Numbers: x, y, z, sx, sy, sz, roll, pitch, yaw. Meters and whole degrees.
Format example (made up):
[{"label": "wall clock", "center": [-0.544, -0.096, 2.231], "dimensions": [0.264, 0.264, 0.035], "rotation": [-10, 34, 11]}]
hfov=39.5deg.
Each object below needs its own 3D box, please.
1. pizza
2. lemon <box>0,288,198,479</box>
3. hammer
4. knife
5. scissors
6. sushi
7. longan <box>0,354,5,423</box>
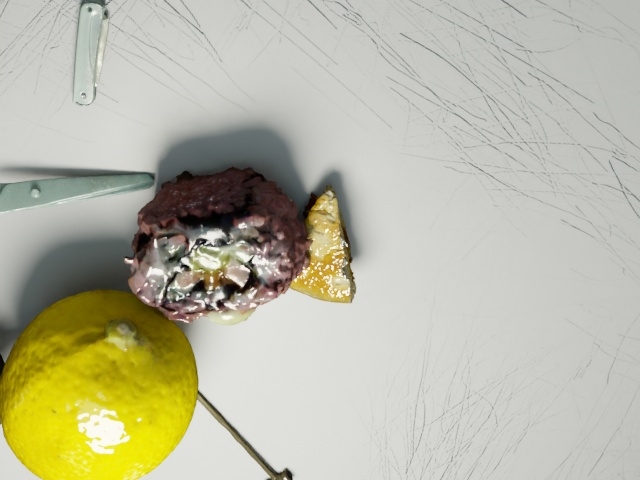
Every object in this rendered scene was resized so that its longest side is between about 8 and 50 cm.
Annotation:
[{"label": "pizza", "center": [0.002, 0.000, 1.447], "dimensions": [0.154, 0.069, 0.194], "rotation": [19, 110, 18]}, {"label": "lemon", "center": [-0.353, 0.242, 1.429], "dimensions": [0.336, 0.336, 0.336], "rotation": [-1, 119, -2]}, {"label": "hammer", "center": [-0.157, 0.371, 1.670], "dimensions": [0.058, 0.029, 0.292], "rotation": [-33, 113, 12]}, {"label": "knife", "center": [-0.338, -0.275, 1.310], "dimensions": [0.044, 0.023, 0.162], "rotation": [8, 118, -11]}, {"label": "scissors", "center": [-0.482, -0.067, 1.378], "dimensions": [0.447, 0.193, 0.029], "rotation": [-7, 163, -10]}, {"label": "sushi", "center": [-0.153, 0.022, 1.373], "dimensions": [0.270, 0.171, 0.236], "rotation": [-5, 112, 13]}, {"label": "longan", "center": [-0.634, 0.236, 1.471], "dimensions": [0.248, 0.248, 0.248], "rotation": [-1, 119, -2]}]
